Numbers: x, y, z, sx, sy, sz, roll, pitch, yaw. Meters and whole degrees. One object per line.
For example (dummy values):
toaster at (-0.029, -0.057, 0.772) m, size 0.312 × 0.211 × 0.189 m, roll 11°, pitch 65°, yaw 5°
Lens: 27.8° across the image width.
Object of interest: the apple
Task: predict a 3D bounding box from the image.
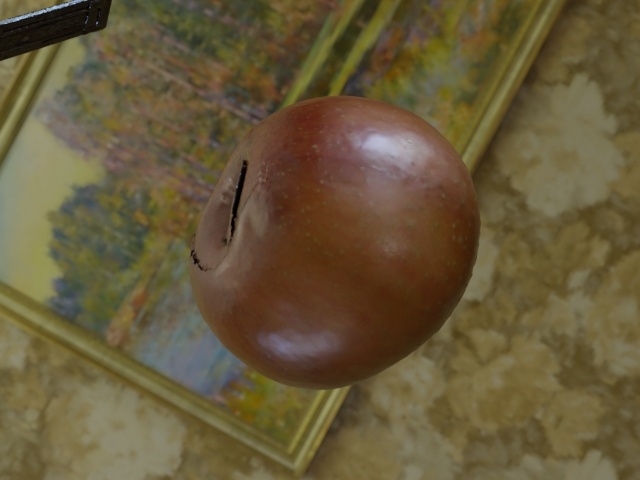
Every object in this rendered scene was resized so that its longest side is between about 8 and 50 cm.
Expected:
apple at (0.000, 0.000, 0.933) m, size 0.235 × 0.173 × 0.210 m, roll -48°, pitch 31°, yaw 32°

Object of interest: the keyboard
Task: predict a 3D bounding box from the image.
keyboard at (-0.311, -0.218, 1.358) m, size 0.204 × 0.013 × 0.061 m, roll -24°, pitch -21°, yaw -32°
